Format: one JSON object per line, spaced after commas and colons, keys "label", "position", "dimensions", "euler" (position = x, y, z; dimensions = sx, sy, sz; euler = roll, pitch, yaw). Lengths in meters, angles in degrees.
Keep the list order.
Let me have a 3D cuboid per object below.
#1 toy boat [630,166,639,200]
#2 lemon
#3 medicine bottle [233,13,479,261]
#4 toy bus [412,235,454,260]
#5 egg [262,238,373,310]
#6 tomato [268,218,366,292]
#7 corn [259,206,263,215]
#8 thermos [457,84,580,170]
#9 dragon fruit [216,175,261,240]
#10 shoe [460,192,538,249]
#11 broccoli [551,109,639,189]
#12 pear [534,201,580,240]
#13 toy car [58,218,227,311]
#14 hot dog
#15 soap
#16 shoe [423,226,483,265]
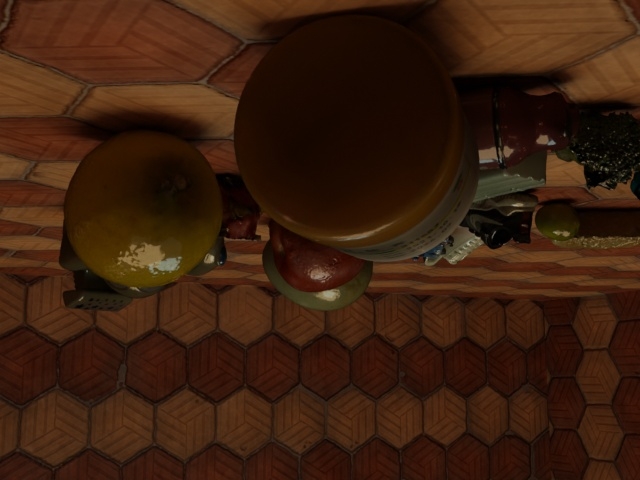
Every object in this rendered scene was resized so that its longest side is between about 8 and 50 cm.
{"label": "toy boat", "position": [0.575, -0.126, 1.309], "dimensions": [0.298, 0.092, 0.134], "euler": [0, 143, -47]}
{"label": "lemon", "position": [-0.257, -0.052, 1.262], "dimensions": [0.240, 0.241, 0.219], "euler": [5, 167, -29]}
{"label": "medicine bottle", "position": [0.052, -0.101, 0.950], "dimensions": [0.237, 0.238, 0.232], "euler": [-3, 170, 17]}
{"label": "toy bus", "position": [0.219, -0.030, 1.829], "dimensions": [0.130, 0.106, 0.297], "euler": [2, 169, 2]}
{"label": "egg", "position": [-0.015, 0.051, 1.987], "dimensions": [0.295, 0.219, 0.218], "euler": [13, -179, 39]}
{"label": "tomato", "position": [0.000, 0.000, 1.697], "dimensions": [0.184, 0.208, 0.208], "euler": [-14, 176, -20]}
{"label": "corn", "position": [-0.164, -0.060, 1.744], "dimensions": [0.068, 0.068, 0.207], "euler": [3, 168, -20]}
{"label": "thermos", "position": [0.174, -0.140, 1.115], "dimensions": [0.330, 0.110, 0.136], "euler": [-4, 170, 19]}
{"label": "dragon fruit", "position": [-0.164, -0.074, 1.584], "dimensions": [0.102, 0.096, 0.147], "euler": [11, -151, -34]}
{"label": "shoe", "position": [0.362, -0.036, 1.761], "dimensions": [0.099, 0.112, 0.227], "euler": [4, 168, -30]}
{"label": "broccoli", "position": [0.387, -0.137, 1.228], "dimensions": [0.122, 0.118, 0.204], "euler": [-25, -171, -3]}
{"label": "pear", "position": [0.512, -0.044, 1.816], "dimensions": [0.096, 0.092, 0.092], "euler": [23, -179, 23]}
{"label": "toy car", "position": [-0.396, 0.037, 1.845], "dimensions": [0.335, 0.227, 0.242], "euler": [-4, 170, 33]}
{"label": "hot dog", "position": [0.627, -0.022, 1.902], "dimensions": [0.242, 0.084, 0.073], "euler": [-2, 150, -2]}
{"label": "soap", "position": [0.276, -0.114, 1.413], "dimensions": [0.119, 0.067, 0.198], "euler": [4, 170, -34]}
{"label": "shoe", "position": [0.344, 0.002, 2.011], "dimensions": [0.095, 0.110, 0.265], "euler": [8, 170, -38]}
